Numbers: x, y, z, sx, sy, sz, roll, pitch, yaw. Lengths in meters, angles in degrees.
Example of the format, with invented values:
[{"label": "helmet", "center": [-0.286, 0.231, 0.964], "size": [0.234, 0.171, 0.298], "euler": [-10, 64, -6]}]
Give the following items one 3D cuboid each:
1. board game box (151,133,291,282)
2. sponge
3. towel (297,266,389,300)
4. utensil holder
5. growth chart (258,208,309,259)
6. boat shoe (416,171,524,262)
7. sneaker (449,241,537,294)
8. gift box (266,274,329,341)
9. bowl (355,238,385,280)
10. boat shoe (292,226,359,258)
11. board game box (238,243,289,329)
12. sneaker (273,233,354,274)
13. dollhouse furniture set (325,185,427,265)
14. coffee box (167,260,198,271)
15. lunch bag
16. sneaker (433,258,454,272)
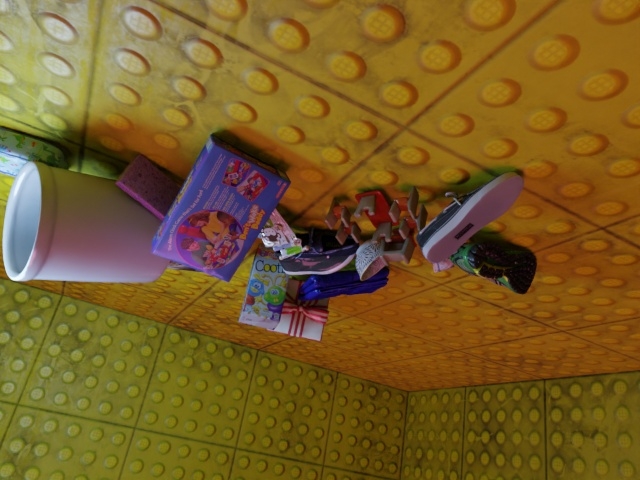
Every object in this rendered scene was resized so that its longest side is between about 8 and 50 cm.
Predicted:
[{"label": "board game box", "center": [-0.271, -0.078, 1.361], "size": [0.233, 0.078, 0.347], "euler": [25, 108, -28]}, {"label": "sponge", "center": [-0.480, -0.143, 1.468], "size": [0.031, 0.117, 0.210], "euler": [-15, 133, 40]}, {"label": "towel", "center": [0.086, 0.176, 1.889], "size": [0.308, 0.076, 0.228], "euler": [-5, 160, -20]}, {"label": "utensil holder", "center": [-0.672, -0.037, 1.480], "size": [0.327, 0.328, 0.385], "euler": [-14, 165, 42]}, {"label": "growth chart", "center": [-0.158, -0.036, 1.613], "size": [0.237, 0.021, 0.172], "euler": [50, 138, -10]}, {"label": "boat shoe", "center": [0.372, -0.075, 1.284], "size": [0.113, 0.105, 0.306], "euler": [21, 122, -36]}, {"label": "sneaker", "center": [0.552, 0.070, 1.579], "size": [0.343, 0.134, 0.146], "euler": [22, 178, -31]}, {"label": "gift box", "center": [-0.091, 0.265, 2.080], "size": [0.255, 0.276, 0.258], "euler": [7, 171, 0]}, {"label": "bowl", "center": [0.171, 0.047, 1.661], "size": [0.080, 0.170, 0.170], "euler": [48, 163, 18]}, {"label": "boat shoe", "center": [0.000, 0.000, 1.664], "size": [0.258, 0.109, 0.089], "euler": [-6, 161, -2]}, {"label": "board game box", "center": [-0.202, 0.175, 1.887], "size": [0.142, 0.275, 0.144], "euler": [15, 155, -9]}, {"label": "sneaker", "center": [-0.034, 0.041, 1.742], "size": [0.295, 0.105, 0.147], "euler": [-10, 140, 27]}, {"label": "dollhouse furniture set", "center": [0.188, -0.053, 1.469], "size": [0.262, 0.135, 0.259], "euler": [-6, 139, 31]}, {"label": "coffee box", "center": [-0.446, 0.028, 1.758], "size": [0.297, 0.119, 0.168], "euler": [12, 153, -42]}, {"label": "lunch bag", "center": [-0.880, -0.241, 1.504], "size": [0.219, 0.090, 0.176], "euler": [18, 157, -12]}, {"label": "sneaker", "center": [0.403, 0.051, 1.643], "size": [0.083, 0.071, 0.190], "euler": [-6, 160, 18]}]
